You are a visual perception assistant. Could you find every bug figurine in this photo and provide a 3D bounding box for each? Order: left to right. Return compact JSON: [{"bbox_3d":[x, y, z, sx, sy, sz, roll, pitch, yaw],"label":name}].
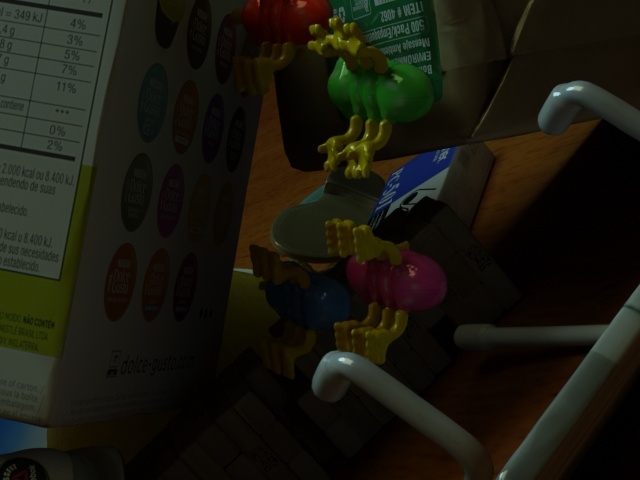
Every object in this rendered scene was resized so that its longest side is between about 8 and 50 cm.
[{"bbox_3d":[0.007,-0.042,0.952,0.072,0.279,0.216,-12,18,-27],"label":"bug figurine"}]

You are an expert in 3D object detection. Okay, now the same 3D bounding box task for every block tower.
[{"bbox_3d":[-0.016,0.115,1.079,0.335,0.097,0.091,-41,13,-3],"label":"block tower"}]

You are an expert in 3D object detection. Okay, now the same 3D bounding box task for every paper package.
[{"bbox_3d":[0.148,-0.159,1.060,0.310,0.168,0.325,-14,4,-19],"label":"paper package"}]

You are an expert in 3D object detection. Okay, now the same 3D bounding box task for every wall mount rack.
[{"bbox_3d":[0.090,0.083,0.819,0.350,0.130,0.304,-48,-19,-27],"label":"wall mount rack"}]

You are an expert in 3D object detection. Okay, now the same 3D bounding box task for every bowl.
[{"bbox_3d":[-0.148,0.115,1.327,0.289,0.156,0.289,-40,13,12],"label":"bowl"}]

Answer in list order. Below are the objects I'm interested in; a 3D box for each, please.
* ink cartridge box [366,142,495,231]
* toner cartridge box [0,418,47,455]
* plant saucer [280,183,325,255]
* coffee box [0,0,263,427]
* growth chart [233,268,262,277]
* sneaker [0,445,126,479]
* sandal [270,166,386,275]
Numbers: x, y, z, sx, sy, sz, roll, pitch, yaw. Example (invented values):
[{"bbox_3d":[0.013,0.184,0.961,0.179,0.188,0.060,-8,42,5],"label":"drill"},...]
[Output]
[{"bbox_3d":[0.087,-0.020,1.317,0.097,0.046,0.207,-34,15,29],"label":"ink cartridge box"},{"bbox_3d":[-0.371,0.249,1.536,0.075,0.165,0.348,-24,23,52],"label":"toner cartridge box"},{"bbox_3d":[-0.008,-0.031,1.691,0.119,0.021,0.119,-40,13,11],"label":"plant saucer"},{"bbox_3d":[-0.253,-0.069,1.075,0.337,0.338,0.334,16,-96,-78],"label":"coffee box"},{"bbox_3d":[-0.124,0.053,1.525,0.237,0.172,0.021,153,116,-63],"label":"growth chart"},{"bbox_3d":[-0.247,0.242,1.031,0.122,0.146,0.330,-104,30,-42],"label":"sneaker"},{"bbox_3d":[0.006,0.003,1.478,0.240,0.088,0.079,-52,-17,-62],"label":"sandal"}]
